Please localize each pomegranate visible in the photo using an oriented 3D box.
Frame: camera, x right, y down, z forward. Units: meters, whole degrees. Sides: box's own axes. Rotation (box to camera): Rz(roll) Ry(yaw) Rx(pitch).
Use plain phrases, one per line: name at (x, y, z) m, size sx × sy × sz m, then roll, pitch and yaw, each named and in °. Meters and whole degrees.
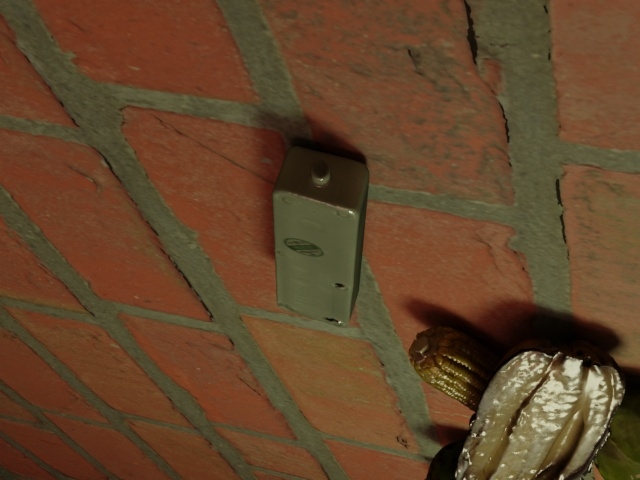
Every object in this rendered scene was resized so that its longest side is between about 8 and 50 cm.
pomegranate at (0.240, 0.369, 2.018) m, size 0.143 × 0.122 × 0.169 m, roll 20°, pitch -162°, yaw -18°

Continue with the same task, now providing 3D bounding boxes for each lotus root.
lotus root at (0.262, 0.218, 1.619) m, size 0.167 × 0.078 × 0.329 m, roll 19°, pitch 136°, yaw -1°

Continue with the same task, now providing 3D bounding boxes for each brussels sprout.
brussels sprout at (0.400, 0.249, 1.613) m, size 0.117 × 0.155 × 0.155 m, roll -9°, pitch 178°, yaw -38°

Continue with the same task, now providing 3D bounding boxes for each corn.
corn at (0.193, 0.170, 1.656) m, size 0.080 × 0.080 × 0.238 m, roll -3°, pitch 154°, yaw 42°

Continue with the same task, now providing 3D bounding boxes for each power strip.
power strip at (0.000, 0.001, 1.423) m, size 0.091 × 0.062 × 0.385 m, roll 16°, pitch 159°, yaw 6°

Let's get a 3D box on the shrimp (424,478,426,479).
shrimp at (0.311, 0.452, 2.255) m, size 0.317 × 0.077 × 0.168 m, roll 26°, pitch 147°, yaw -29°
